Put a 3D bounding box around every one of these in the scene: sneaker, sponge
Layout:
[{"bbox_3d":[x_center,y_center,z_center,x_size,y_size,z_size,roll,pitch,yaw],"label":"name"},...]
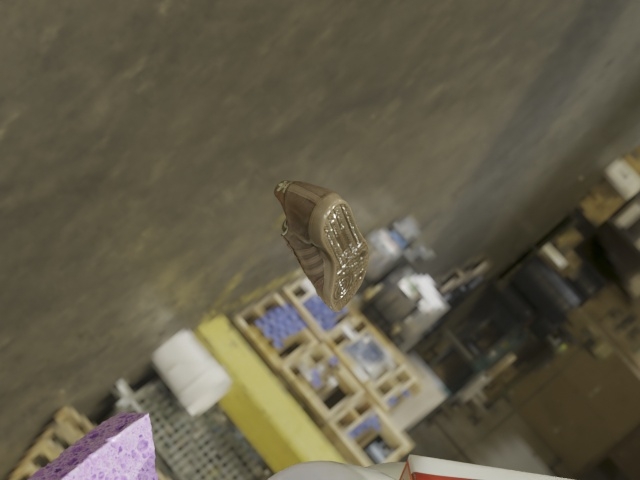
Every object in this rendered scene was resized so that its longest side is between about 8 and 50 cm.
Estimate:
[{"bbox_3d":[0.000,0.000,1.300,0.066,0.071,0.188,-48,153,-22],"label":"sneaker"},{"bbox_3d":[-0.145,0.238,0.903,0.031,0.210,0.117,-1,-165,24],"label":"sponge"}]

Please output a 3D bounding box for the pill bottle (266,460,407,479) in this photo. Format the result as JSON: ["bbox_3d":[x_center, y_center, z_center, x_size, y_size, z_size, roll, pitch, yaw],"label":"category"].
[{"bbox_3d":[0.096,0.290,1.043,0.204,0.204,0.361,-45,142,17],"label":"pill bottle"}]

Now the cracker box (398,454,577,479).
[{"bbox_3d":[0.117,0.199,0.553,0.232,0.156,0.067,-101,-156,-58],"label":"cracker box"}]
